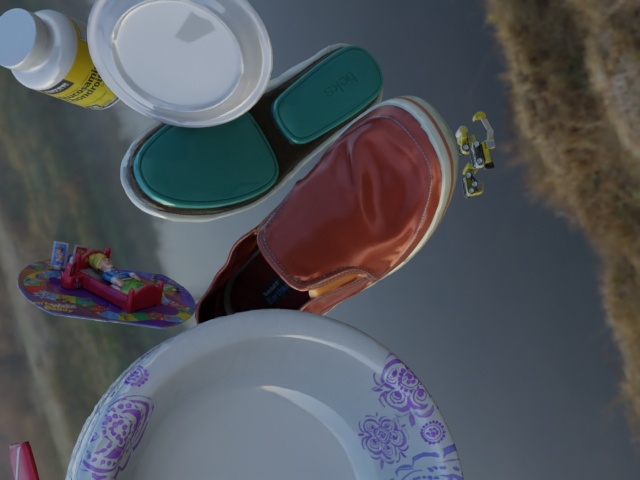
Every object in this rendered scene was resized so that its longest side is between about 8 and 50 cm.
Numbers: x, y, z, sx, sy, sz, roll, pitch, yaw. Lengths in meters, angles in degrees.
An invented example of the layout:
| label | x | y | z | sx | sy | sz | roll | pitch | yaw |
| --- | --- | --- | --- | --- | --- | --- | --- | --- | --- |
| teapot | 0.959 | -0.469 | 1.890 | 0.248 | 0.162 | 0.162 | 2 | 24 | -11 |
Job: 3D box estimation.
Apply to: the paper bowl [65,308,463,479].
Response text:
| label | x | y | z | sx | sy | sz | roll | pitch | yaw |
| --- | --- | --- | --- | --- | --- | --- | --- | --- | --- |
| paper bowl | -0.048 | 0.199 | 0.962 | 0.148 | 0.284 | 0.284 | -28 | 80 | 69 |

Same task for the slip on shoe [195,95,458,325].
| label | x | y | z | sx | sy | sz | roll | pitch | yaw |
| --- | --- | --- | --- | --- | --- | --- | --- | --- | --- |
| slip on shoe | 0.000 | 0.000 | 1.140 | 0.123 | 0.101 | 0.331 | 53 | 128 | 7 |

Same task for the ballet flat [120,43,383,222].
| label | x | y | z | sx | sy | sz | roll | pitch | yaw |
| --- | --- | --- | --- | --- | --- | --- | --- | --- | --- |
| ballet flat | -0.086 | -0.116 | 1.561 | 0.139 | 0.400 | 0.139 | 30 | 136 | 33 |

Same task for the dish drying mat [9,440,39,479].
| label | x | y | z | sx | sy | sz | roll | pitch | yaw |
| --- | --- | --- | --- | --- | --- | --- | --- | --- | --- |
| dish drying mat | -0.155 | 0.151 | 0.713 | 0.032 | 0.008 | 0.083 | -21 | 81 | 58 |

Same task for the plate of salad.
| label | x | y | z | sx | sy | sz | roll | pitch | yaw |
| --- | --- | --- | --- | --- | --- | --- | --- | --- | --- |
| plate of salad | -0.146 | -0.206 | 1.379 | 0.048 | 0.199 | 0.200 | -76 | -12 | -48 |

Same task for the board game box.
| label | x | y | z | sx | sy | sz | roll | pitch | yaw |
| --- | --- | --- | --- | --- | --- | --- | --- | --- | --- |
| board game box | -0.197 | 0.035 | 1.227 | 0.133 | 0.168 | 0.033 | -114 | 34 | -68 |

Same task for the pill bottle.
| label | x | y | z | sx | sy | sz | roll | pitch | yaw |
| --- | --- | --- | --- | --- | --- | --- | --- | --- | --- |
| pill bottle | -0.331 | -0.235 | 1.669 | 0.184 | 0.103 | 0.103 | 15 | -132 | -60 |

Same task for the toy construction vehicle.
| label | x | y | z | sx | sy | sz | roll | pitch | yaw |
| --- | --- | --- | --- | --- | --- | --- | --- | --- | --- |
| toy construction vehicle | 0.216 | -0.117 | 1.792 | 0.086 | 0.035 | 0.098 | 114 | 149 | -70 |
